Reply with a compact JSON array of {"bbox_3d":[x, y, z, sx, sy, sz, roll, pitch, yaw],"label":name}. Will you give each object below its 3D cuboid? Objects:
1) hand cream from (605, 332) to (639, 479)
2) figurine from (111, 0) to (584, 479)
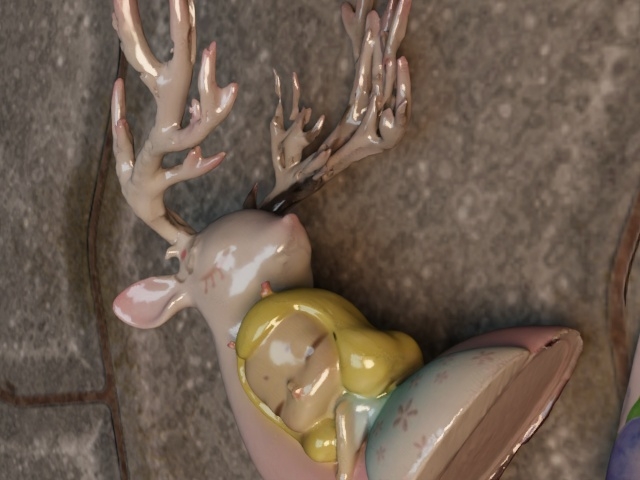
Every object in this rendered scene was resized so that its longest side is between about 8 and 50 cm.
[{"bbox_3d":[0.197,0.112,0.609,0.084,0.053,0.142,23,100,38],"label":"hand cream"},{"bbox_3d":[0.007,0.001,0.680,0.315,0.206,0.284,36,123,25],"label":"figurine"}]
